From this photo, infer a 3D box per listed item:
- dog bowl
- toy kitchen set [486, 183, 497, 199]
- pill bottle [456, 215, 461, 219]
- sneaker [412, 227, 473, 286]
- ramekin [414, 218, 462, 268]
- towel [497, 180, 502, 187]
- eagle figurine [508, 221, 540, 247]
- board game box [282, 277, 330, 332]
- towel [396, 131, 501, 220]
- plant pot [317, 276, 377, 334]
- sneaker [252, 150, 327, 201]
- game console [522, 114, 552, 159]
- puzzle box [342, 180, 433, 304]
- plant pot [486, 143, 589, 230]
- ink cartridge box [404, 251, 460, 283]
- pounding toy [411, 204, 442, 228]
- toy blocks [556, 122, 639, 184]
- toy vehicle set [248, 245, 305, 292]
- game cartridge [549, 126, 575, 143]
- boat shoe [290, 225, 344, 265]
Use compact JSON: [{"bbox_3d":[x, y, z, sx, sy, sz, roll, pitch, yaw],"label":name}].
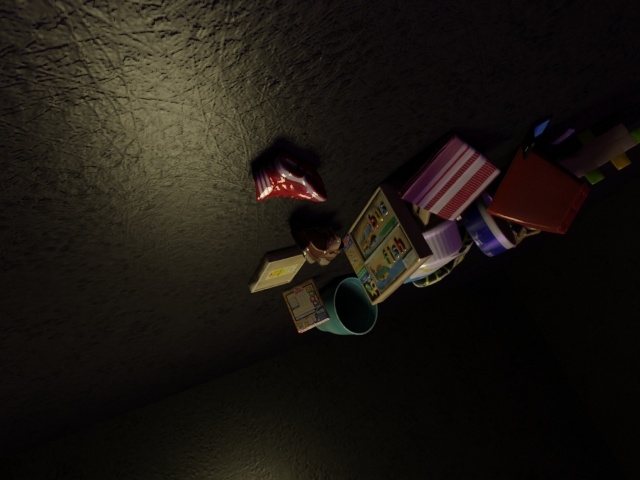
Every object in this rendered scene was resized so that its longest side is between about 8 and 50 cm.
[{"bbox_3d":[0.658,-0.072,1.902,0.104,0.264,0.265,-33,159,28],"label":"dog bowl"},{"bbox_3d":[0.731,-0.197,1.953,0.068,0.075,0.083,-36,161,29],"label":"toy kitchen set"},{"bbox_3d":[0.611,-0.122,2.049,0.083,0.043,0.043,-27,161,5],"label":"pill bottle"},{"bbox_3d":[0.601,0.108,2.333,0.385,0.145,0.147,-37,148,-14],"label":"sneaker"},{"bbox_3d":[0.395,0.002,1.814,0.277,0.135,0.277,-24,-171,4],"label":"ramekin"},{"bbox_3d":[0.810,-0.179,2.021,0.102,0.021,0.237,-25,134,11],"label":"towel"},{"bbox_3d":[0.948,-0.119,2.260,0.226,0.298,0.225,-4,144,35],"label":"eagle figurine"},{"bbox_3d":[-0.063,0.280,2.076,0.147,0.193,0.045,-25,161,5],"label":"board game box"},{"bbox_3d":[0.406,-0.186,1.494,0.329,0.037,0.237,17,122,-46],"label":"towel"},{"bbox_3d":[0.094,0.340,2.349,0.272,0.271,0.255,-7,168,-40],"label":"plant pot"},{"bbox_3d":[-0.082,-0.135,1.166,0.128,0.087,0.221,-23,150,22],"label":"sneaker"},{"bbox_3d":[0.712,-0.335,1.578,0.071,0.107,0.122,2,163,10],"label":"game console"},{"bbox_3d":[0.202,0.023,1.603,0.052,0.272,0.409,-17,159,-24],"label":"puzzle box"},{"bbox_3d":[0.798,-0.159,1.725,0.267,0.236,0.267,6,112,-56],"label":"plant pot"},{"bbox_3d":[0.456,0.054,2.133,0.168,0.171,0.232,-9,156,-38],"label":"ink cartridge box"},{"bbox_3d":[0.427,-0.164,1.658,0.206,0.094,0.181,-28,152,-10],"label":"pounding toy"},{"bbox_3d":[1.058,-0.322,1.906,0.381,0.190,0.261,-33,170,22],"label":"toy blocks"},{"bbox_3d":[-0.152,0.104,1.747,0.166,0.035,0.267,-13,158,-29],"label":"toy vehicle set"},{"bbox_3d":[0.875,-0.378,1.738,0.056,0.017,0.083,-13,158,-39],"label":"game cartridge"},{"bbox_3d":[0.000,0.000,1.557,0.120,0.122,0.324,-33,168,8],"label":"boat shoe"}]
